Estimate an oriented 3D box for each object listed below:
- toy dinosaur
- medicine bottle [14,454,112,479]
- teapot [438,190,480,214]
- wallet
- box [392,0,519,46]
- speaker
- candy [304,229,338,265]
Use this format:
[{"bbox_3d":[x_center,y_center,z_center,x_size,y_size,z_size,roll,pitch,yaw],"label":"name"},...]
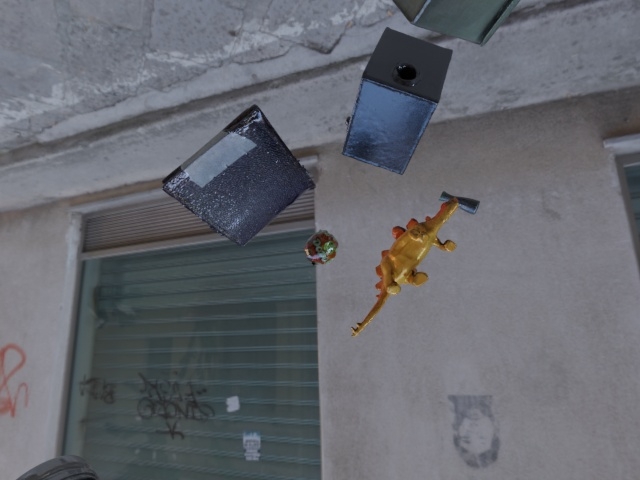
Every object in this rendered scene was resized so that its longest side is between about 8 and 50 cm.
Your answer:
[{"bbox_3d":[0.137,0.040,0.706,0.070,0.288,0.117,30,-165,-17],"label":"toy dinosaur"},{"bbox_3d":[-0.167,0.257,0.300,0.191,0.107,0.107,30,-177,29],"label":"medicine bottle"},{"bbox_3d":[0.393,-0.110,1.163,0.111,0.043,0.043,23,176,23],"label":"teapot"},{"bbox_3d":[-0.145,-0.112,0.794,0.221,0.071,0.262,-37,150,4],"label":"wallet"},{"bbox_3d":[0.187,-0.376,0.465,0.149,0.155,0.231,-7,151,-35],"label":"box"},{"bbox_3d":[0.179,-0.341,0.980,0.184,0.254,0.232,21,146,3],"label":"speaker"},{"bbox_3d":[0.000,0.002,1.087,0.084,0.078,0.287,-43,-171,6],"label":"candy"}]
